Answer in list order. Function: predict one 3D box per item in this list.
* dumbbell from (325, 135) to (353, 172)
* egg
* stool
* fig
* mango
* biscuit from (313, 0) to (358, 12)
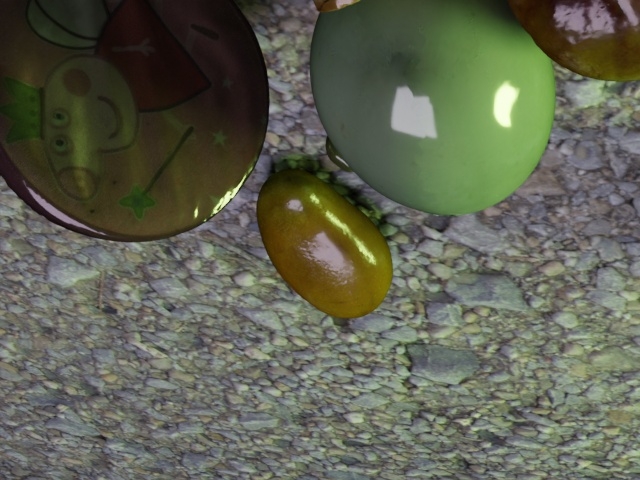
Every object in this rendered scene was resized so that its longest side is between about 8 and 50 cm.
[{"bbox_3d":[0.054,-0.107,1.668,0.052,0.046,0.118,31,149,-24],"label":"dumbbell"},{"bbox_3d":[0.097,-0.133,1.421,0.203,0.203,0.283,2,149,20],"label":"egg"},{"bbox_3d":[-0.198,-0.126,1.523,0.272,0.272,0.178,22,166,-19],"label":"stool"},{"bbox_3d":[0.243,-0.189,1.340,0.170,0.146,0.274,-11,163,12],"label":"fig"},{"bbox_3d":[0.000,0.000,1.848,0.136,0.099,0.227,0,143,32],"label":"mango"},{"bbox_3d":[0.085,-0.239,1.233,0.339,0.216,0.047,19,138,63],"label":"biscuit"}]
